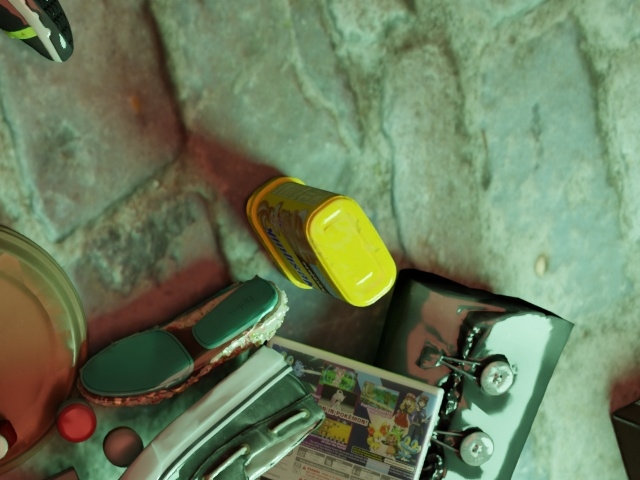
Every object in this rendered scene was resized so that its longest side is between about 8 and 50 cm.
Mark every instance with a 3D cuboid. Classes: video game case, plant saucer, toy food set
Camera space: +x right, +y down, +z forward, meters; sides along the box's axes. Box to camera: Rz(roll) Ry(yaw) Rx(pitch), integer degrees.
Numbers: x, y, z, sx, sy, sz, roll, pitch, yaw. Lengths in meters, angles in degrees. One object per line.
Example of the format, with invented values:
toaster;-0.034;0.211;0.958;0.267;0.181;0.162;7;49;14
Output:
video game case;0.013;0.217;1.742;0.201;0.023;0.183;17;91;17
plant saucer;-0.366;0.116;1.630;0.278;0.041;0.277;-3;98;-21
toy food set;-0.286;0.230;1.585;0.232;0.104;0.111;-24;94;-10

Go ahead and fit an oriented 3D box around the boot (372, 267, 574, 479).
boot;0.192;0.285;1.838;0.367;0.146;0.445;17;87;-25

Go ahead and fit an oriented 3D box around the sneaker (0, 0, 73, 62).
sneaker;-0.344;-0.248;1.580;0.097;0.084;0.235;-40;112;14

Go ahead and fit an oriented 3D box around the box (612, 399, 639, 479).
box;0.497;0.368;1.939;0.143;0.191;0.381;-25;107;-17

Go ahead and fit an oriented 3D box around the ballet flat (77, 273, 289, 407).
ballet flat;-0.138;0.120;1.703;0.241;0.091;0.077;-25;150;-15

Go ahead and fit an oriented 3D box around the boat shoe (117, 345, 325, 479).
boat shoe;-0.111;0.236;1.623;0.119;0.121;0.335;40;54;9

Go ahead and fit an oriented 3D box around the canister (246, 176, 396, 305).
canister;0.000;0.000;1.691;0.073;0.170;0.126;-37;109;-14
